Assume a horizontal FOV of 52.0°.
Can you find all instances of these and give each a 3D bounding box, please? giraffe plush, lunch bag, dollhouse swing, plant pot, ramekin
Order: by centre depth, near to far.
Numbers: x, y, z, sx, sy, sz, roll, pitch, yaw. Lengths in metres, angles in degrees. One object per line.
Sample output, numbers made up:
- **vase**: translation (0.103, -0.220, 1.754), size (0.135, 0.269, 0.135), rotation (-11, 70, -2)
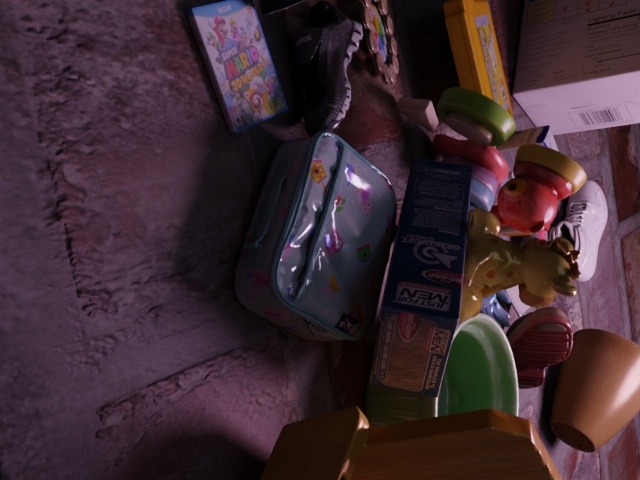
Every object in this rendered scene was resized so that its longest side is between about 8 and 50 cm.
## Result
- **dollhouse swing**: translation (0.124, 0.408, 0.829), size (0.346, 0.305, 0.315), rotation (56, 44, -35)
- **lunch bag**: translation (0.000, 0.000, 0.931), size (0.224, 0.108, 0.279), rotation (37, 59, -42)
- **giraffe plush**: translation (0.302, 0.039, 1.009), size (0.210, 0.171, 0.181), rotation (82, 20, -65)
- **ramekin**: translation (0.208, 0.275, 1.122), size (0.303, 0.148, 0.303), rotation (7, 81, -50)
- **plant pot**: translation (0.689, 0.393, 1.654), size (0.254, 0.237, 0.237), rotation (-48, 123, -24)

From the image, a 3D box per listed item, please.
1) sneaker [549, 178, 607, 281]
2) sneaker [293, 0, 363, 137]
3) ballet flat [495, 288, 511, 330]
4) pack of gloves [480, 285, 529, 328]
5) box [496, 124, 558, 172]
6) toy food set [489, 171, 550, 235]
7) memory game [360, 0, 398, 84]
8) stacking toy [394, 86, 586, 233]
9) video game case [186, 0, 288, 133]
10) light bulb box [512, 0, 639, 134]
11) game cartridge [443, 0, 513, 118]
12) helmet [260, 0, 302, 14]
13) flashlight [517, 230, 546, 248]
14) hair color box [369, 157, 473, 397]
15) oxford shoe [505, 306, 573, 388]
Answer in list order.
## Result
- **sneaker**: translation (0.696, -0.049, 1.769), size (0.169, 0.108, 0.292), rotation (25, 69, -49)
- **sneaker**: translation (-0.003, -0.263, 0.983), size (0.106, 0.078, 0.234), rotation (35, 57, -40)
- **ballet flat**: translation (0.344, 0.184, 1.364), size (0.058, 0.084, 0.249), rotation (22, 62, 0)
- **pack of gloves**: translation (0.349, 0.055, 1.326), size (0.195, 0.046, 0.232), rotation (-25, 82, -48)
- **box**: translation (0.460, -0.178, 1.475), size (0.126, 0.137, 0.072), rotation (59, 46, -28)
- **toy food set**: translation (0.413, -0.093, 1.436), size (0.111, 0.105, 0.232), rotation (-48, 122, -41)
- **memory game**: translation (0.103, -0.357, 1.122), size (0.186, 0.012, 0.186), rotation (-8, 90, -68)
- **stacking toy**: translation (0.257, -0.126, 1.142), size (0.280, 0.309, 0.130), rotation (33, 83, -24)
- **video game case**: translation (-0.109, -0.242, 0.897), size (0.119, 0.015, 0.166), rotation (-36, 113, -45)
- **light bulb box**: translation (0.700, -0.488, 1.622), size (0.225, 0.358, 0.361), rotation (32, 64, -46)
- **game cartridge**: translation (0.329, -0.349, 1.338), size (0.324, 0.053, 0.285), rotation (-45, 121, -63)
- **helmet**: translation (-0.045, -0.395, 0.862), size (0.169, 0.162, 0.169), rotation (21, 62, -44)
- **flashlight**: translation (0.524, -0.063, 1.572), size (0.103, 0.103, 0.304), rotation (11, 77, -52)
- **hair color box**: translation (0.159, 0.043, 1.007), size (0.347, 0.105, 0.173), rotation (-72, 168, -47)
- **oxford shoe**: translation (0.426, 0.196, 1.347), size (0.348, 0.123, 0.130), rotation (89, 9, -61)
